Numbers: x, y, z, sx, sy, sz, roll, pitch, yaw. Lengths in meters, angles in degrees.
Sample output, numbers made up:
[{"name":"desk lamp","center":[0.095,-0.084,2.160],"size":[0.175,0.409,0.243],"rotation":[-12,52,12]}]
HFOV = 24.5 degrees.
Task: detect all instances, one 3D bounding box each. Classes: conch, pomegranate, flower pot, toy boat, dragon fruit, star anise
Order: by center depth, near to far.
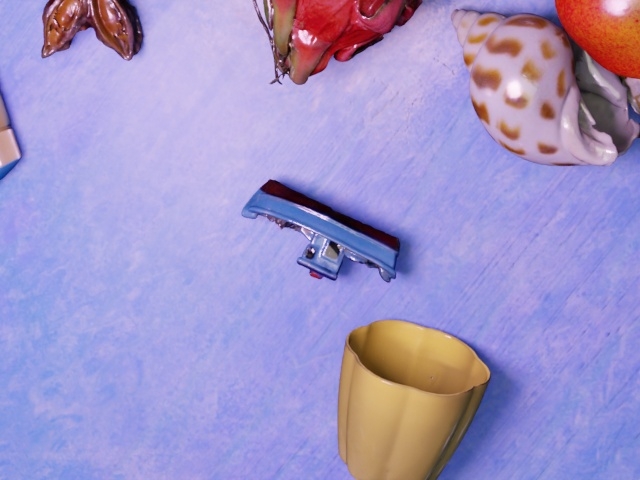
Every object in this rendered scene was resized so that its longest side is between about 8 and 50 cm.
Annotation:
[{"name":"pomegranate","center":[0.407,-0.302,1.769],"size":[0.256,0.221,0.221],"rotation":[21,105,46]},{"name":"dragon fruit","center":[0.023,-0.313,1.825],"size":[0.233,0.234,0.293],"rotation":[26,84,1]},{"name":"conch","center":[0.269,-0.197,1.868],"size":[0.148,0.182,0.275],"rotation":[-31,84,38]},{"name":"star anise","center":[-0.277,-0.343,1.927],"size":[0.220,0.099,0.214],"rotation":[-12,112,2]},{"name":"flower pot","center":[0.110,0.226,1.946],"size":[0.195,0.195,0.179],"rotation":[14,114,3]},{"name":"toy boat","center":[0.000,0.000,1.952],"size":[0.223,0.100,0.097],"rotation":[25,87,2]}]

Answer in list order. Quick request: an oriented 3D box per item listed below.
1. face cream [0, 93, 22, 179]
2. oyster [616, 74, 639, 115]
[{"name":"face cream","center":[-0.502,-0.196,1.983],"size":[0.139,0.067,0.285],"rotation":[-17,97,9]},{"name":"oyster","center":[0.451,-0.191,1.898],"size":[0.165,0.053,0.108],"rotation":[39,120,-9]}]
